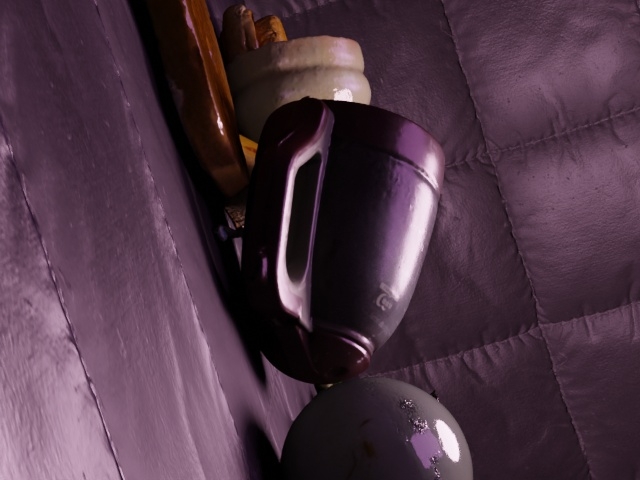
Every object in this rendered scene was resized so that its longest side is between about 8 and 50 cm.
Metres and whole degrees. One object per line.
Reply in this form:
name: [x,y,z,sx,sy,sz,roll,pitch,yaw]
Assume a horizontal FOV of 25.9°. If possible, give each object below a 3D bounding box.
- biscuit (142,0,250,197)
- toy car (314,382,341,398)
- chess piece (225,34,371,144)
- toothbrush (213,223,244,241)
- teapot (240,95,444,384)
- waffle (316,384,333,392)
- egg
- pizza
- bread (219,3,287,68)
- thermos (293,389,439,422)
biscuit: [-0.158,-0.226,1.593,0.287,0.057,0.343,69,5,-60]
toy car: [0.026,0.263,2.162,0.062,0.071,0.165,58,5,-8]
chess piece: [-0.005,-0.092,2.270,0.234,0.234,0.442,60,18,-79]
toothbrush: [-0.109,-0.011,1.670,0.022,0.017,0.204,62,3,0]
teapot: [0.000,0.000,1.633,0.315,0.233,0.312,51,45,-55]
waffle: [0.015,0.244,2.374,0.183,0.036,0.169,-101,174,-64]
egg: [0.060,0.248,1.471,0.282,0.203,0.203,74,0,-68]
pizza: [-0.098,-0.105,1.852,0.188,0.081,0.204,69,4,-60]
bread: [-0.106,-0.306,2.507,0.198,0.120,0.236,-102,174,-45]
thermos: [0.066,0.241,1.795,0.073,0.188,0.083,-103,173,-54]
